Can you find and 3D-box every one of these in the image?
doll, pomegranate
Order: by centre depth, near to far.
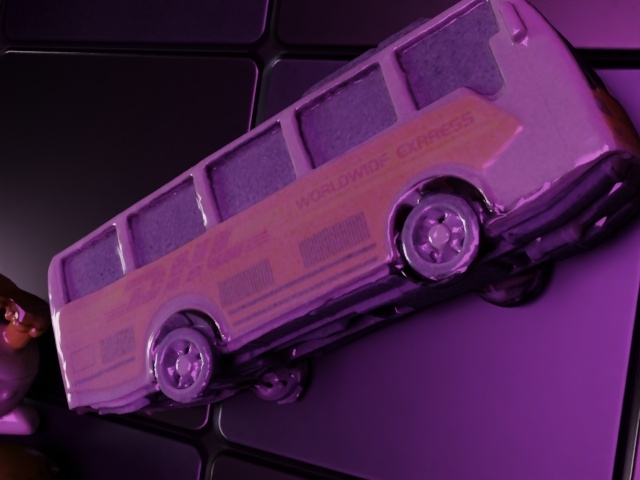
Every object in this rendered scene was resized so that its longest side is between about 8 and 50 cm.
[{"bbox_3d":[-0.214,0.177,0.629,0.073,0.073,0.084,49,113,24],"label":"pomegranate"},{"bbox_3d":[-0.261,0.109,0.654,0.129,0.081,0.207,35,106,-6],"label":"doll"}]

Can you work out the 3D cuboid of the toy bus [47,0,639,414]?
[{"bbox_3d":[0.000,0.000,0.510,0.342,0.097,0.138,-29,65,26],"label":"toy bus"}]
